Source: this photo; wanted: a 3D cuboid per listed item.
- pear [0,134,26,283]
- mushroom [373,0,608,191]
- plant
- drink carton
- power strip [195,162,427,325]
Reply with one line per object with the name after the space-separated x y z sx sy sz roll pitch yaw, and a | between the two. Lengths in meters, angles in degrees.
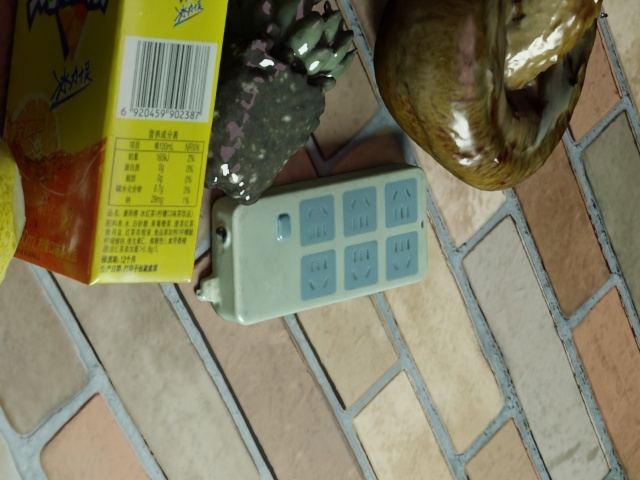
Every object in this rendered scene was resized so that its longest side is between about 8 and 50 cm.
-0.303 -0.014 1.495 0.178 0.178 0.178 -13 110 -40 | pear
0.164 -0.203 1.851 0.263 0.195 0.283 9 112 -52 | mushroom
-0.064 -0.135 1.706 0.129 0.132 0.194 38 80 -46 | plant
-0.167 -0.150 1.586 0.111 0.155 0.351 -1 103 -43 | drink carton
0.000 0.000 1.859 0.270 0.046 0.118 -12 110 -40 | power strip
